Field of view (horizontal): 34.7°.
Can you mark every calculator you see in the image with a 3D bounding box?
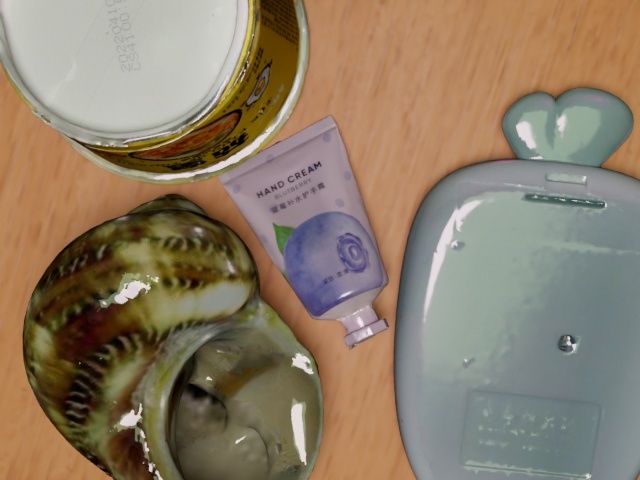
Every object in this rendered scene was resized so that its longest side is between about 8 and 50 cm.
[{"bbox_3d":[0.141,0.050,0.658,0.186,0.041,0.298,7,97,-1],"label":"calculator"}]

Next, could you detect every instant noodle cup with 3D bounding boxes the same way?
[{"bbox_3d":[-0.100,-0.121,0.588,0.182,0.144,0.182,0,94,2],"label":"instant noodle cup"}]

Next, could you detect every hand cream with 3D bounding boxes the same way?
[{"bbox_3d":[0.000,0.000,0.654,0.084,0.053,0.142,-26,85,3],"label":"hand cream"}]

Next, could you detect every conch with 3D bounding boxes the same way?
[{"bbox_3d":[-0.087,0.065,0.625,0.187,0.124,0.181,19,86,-25],"label":"conch"}]
